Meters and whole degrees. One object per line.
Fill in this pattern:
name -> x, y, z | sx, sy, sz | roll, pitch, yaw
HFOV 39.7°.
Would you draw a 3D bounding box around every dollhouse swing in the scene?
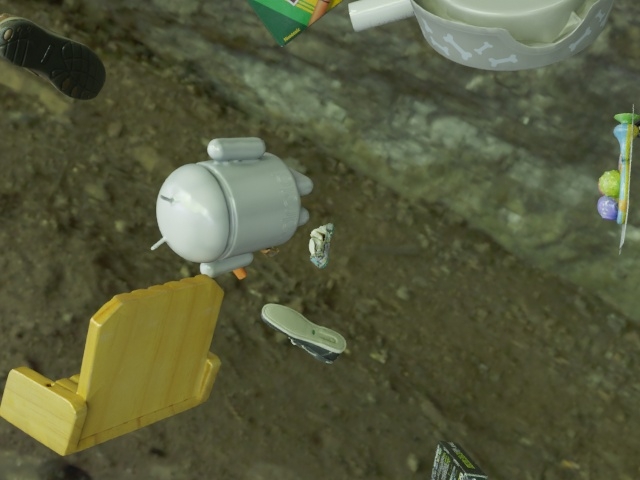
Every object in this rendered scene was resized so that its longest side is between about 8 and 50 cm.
dollhouse swing -> -0.395, 0.196, 1.705 | 0.315, 0.305, 0.346 | 16, 19, 38

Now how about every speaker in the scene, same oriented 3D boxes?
speaker -> 0.121, -0.423, 1.614 | 0.136, 0.055, 0.055 | -13, 6, 14

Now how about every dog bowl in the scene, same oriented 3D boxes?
dog bowl -> 0.311, -0.407, 1.437 | 0.348, 0.348, 0.102 | 37, -26, 37

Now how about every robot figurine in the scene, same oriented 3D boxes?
robot figurine -> -0.182, -0.069, 1.796 | 0.353, 0.300, 0.199 | -15, 30, -38

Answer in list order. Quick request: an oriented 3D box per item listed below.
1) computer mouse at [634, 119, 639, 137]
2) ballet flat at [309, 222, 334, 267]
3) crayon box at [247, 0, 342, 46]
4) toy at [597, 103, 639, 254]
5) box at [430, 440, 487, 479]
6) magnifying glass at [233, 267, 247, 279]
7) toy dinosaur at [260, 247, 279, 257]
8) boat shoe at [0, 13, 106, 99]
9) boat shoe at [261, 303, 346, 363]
computer mouse -> 0.739, -0.279, 1.815 | 0.071, 0.242, 0.041 | 53, -14, 8
ballet flat -> 0.000, 0.000, 1.595 | 0.041, 0.041, 0.114 | 24, 40, -11
crayon box -> -0.026, -0.592, 1.606 | 0.313, 0.363, 0.106 | 51, 6, -26
toy -> 0.510, -0.104, 1.532 | 0.056, 0.237, 0.137 | 8, -7, 18
box -> 0.219, 0.455, 1.490 | 0.045, 0.191, 0.184 | 11, 2, -9
magnifying glass -> -0.275, 0.020, 2.454 | 0.231, 0.092, 0.026 | 56, 13, -33
toy dinosaur -> -0.171, -0.004, 2.396 | 0.112, 0.064, 0.211 | -9, -40, 32
boat shoe -> -0.615, -0.422, 1.981 | 0.120, 0.123, 0.324 | 33, 1, 30
boat shoe -> -0.053, 0.239, 2.237 | 0.233, 0.079, 0.084 | 29, 40, -9
